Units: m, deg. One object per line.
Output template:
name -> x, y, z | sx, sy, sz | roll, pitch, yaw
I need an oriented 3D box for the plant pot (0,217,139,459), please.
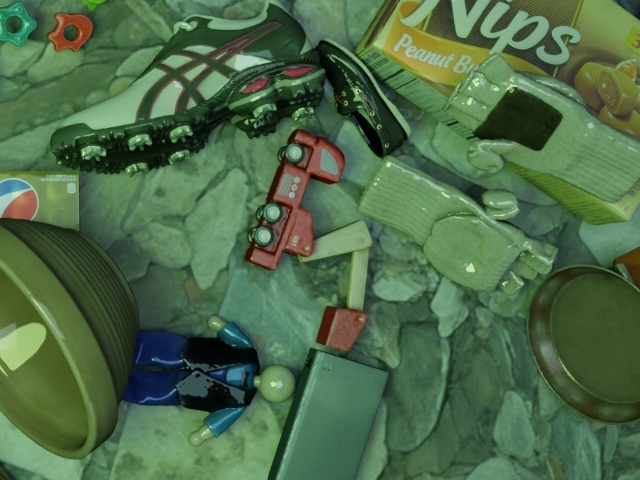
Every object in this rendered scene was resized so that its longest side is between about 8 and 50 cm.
plant pot -> -0.237, 0.066, 1.074 | 0.110, 0.237, 0.237 | -36, 98, -33

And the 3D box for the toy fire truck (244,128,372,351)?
toy fire truck -> 0.000, 0.000, 1.201 | 0.135, 0.047, 0.192 | 21, 85, -12

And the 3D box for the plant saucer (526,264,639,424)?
plant saucer -> 0.282, 0.101, 1.218 | 0.029, 0.168, 0.168 | -22, 96, -40

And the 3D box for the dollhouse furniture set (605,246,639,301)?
dollhouse furniture set -> 0.447, 0.074, 1.278 | 0.262, 0.135, 0.259 | -27, 84, -11

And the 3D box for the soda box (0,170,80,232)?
soda box -> -0.315, -0.033, 1.127 | 0.181, 0.058, 0.061 | -1, 90, -12

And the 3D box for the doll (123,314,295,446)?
doll -> -0.117, 0.134, 1.176 | 0.189, 0.046, 0.129 | 6, 77, -12

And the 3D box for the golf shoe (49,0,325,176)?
golf shoe -> -0.132, -0.142, 1.159 | 0.273, 0.105, 0.120 | -19, 78, -17

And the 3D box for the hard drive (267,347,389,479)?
hard drive -> 0.008, 0.182, 1.201 | 0.094, 0.022, 0.135 | 21, 86, -35

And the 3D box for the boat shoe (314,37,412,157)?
boat shoe -> 0.036, -0.141, 1.207 | 0.042, 0.049, 0.133 | -43, 103, -17

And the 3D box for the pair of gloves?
pair of gloves -> 0.173, -0.052, 1.178 | 0.204, 0.042, 0.240 | 33, 124, -11

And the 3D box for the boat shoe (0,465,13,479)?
boat shoe -> -0.326, 0.249, 1.095 | 0.324, 0.120, 0.122 | 37, 83, -10

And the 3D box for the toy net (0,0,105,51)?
toy net -> -0.299, -0.191, 1.142 | 0.122, 0.045, 0.232 | 40, 85, -31

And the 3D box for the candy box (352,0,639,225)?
candy box -> 0.212, -0.175, 1.223 | 0.316, 0.087, 0.183 | 33, 80, -10
